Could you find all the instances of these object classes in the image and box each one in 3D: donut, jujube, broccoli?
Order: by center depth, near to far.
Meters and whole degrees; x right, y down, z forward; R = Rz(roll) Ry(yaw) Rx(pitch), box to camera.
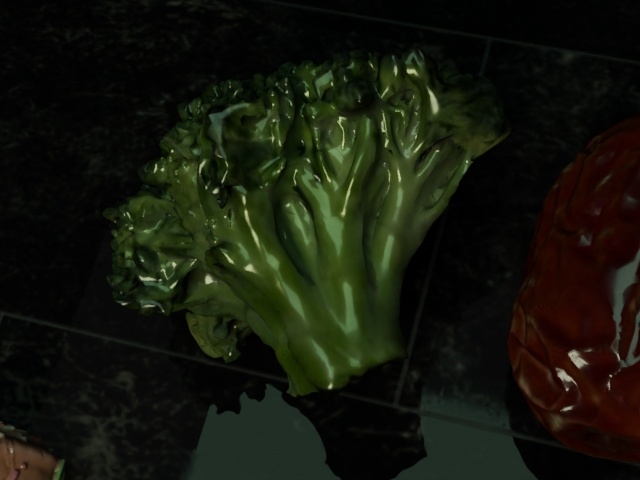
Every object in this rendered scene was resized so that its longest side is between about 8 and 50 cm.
[{"bbox_3d":[0.228,0.028,0.855,0.174,0.174,0.250,13,72,13],"label":"jujube"},{"bbox_3d":[0.000,0.000,0.873,0.288,0.248,0.246,-33,66,42],"label":"broccoli"},{"bbox_3d":[-0.278,0.173,0.892,0.166,0.117,0.065,-7,62,5],"label":"donut"}]
